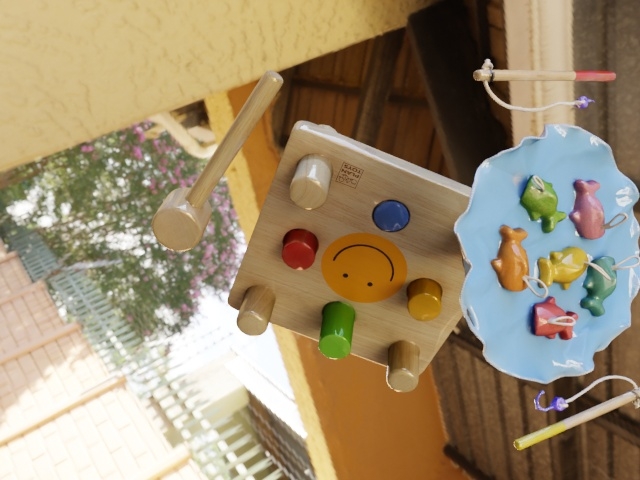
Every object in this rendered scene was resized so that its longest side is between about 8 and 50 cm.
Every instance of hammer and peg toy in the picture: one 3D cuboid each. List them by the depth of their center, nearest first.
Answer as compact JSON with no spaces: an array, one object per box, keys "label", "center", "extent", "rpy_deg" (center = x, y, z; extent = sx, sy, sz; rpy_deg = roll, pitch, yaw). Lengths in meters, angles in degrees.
[{"label":"hammer and peg toy","center":[0.000,0.000,0.696],"extent":[0.361,0.127,0.266],"rpy_deg":[22,-56,-6]}]

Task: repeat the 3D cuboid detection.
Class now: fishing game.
[{"label":"fishing game","center":[0.171,0.008,0.449],"extent":[0.041,0.189,0.264],"rpy_deg":[2,-82,62]}]
